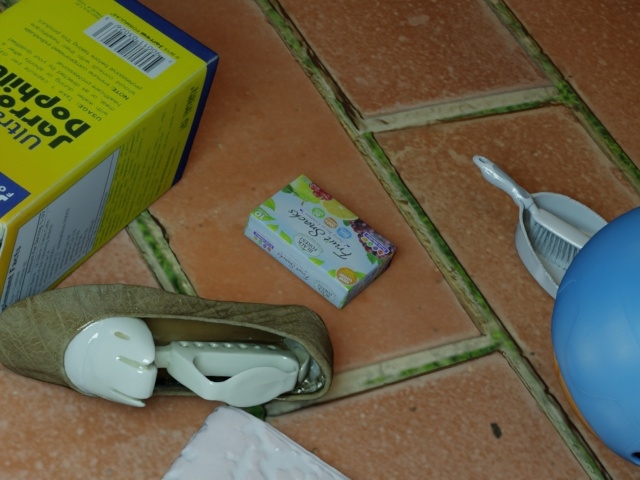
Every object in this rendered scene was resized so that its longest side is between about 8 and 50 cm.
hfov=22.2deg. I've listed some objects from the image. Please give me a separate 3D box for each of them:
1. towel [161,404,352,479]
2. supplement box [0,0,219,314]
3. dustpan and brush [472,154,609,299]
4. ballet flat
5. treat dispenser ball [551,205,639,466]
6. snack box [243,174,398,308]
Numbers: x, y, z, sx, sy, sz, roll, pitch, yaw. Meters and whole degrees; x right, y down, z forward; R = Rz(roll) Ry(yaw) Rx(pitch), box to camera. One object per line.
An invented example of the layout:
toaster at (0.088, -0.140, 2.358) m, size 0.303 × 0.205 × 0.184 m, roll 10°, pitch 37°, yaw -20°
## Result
towel at (-0.035, 0.330, 1.456) m, size 0.317 × 0.053 × 0.332 m, roll 29°, pitch 44°, yaw 7°
supplement box at (-0.295, -0.093, 1.651) m, size 0.195 × 0.194 × 0.356 m, roll 34°, pitch 45°, yaw 11°
dustpan and brush at (0.257, -0.023, 1.901) m, size 0.211 × 0.060 × 0.147 m, roll 35°, pitch 45°, yaw 12°
ballet flat at (-0.139, 0.114, 1.569) m, size 0.342 × 0.116 × 0.124 m, roll 7°, pitch 23°, yaw -23°
treat dispenser ball at (0.381, 0.099, 1.674) m, size 0.288 × 0.288 × 0.288 m, roll 11°, pitch 45°, yaw -12°
snack box at (0.000, 0.000, 1.794) m, size 0.141 × 0.037 × 0.100 m, roll 37°, pitch 47°, yaw 15°
